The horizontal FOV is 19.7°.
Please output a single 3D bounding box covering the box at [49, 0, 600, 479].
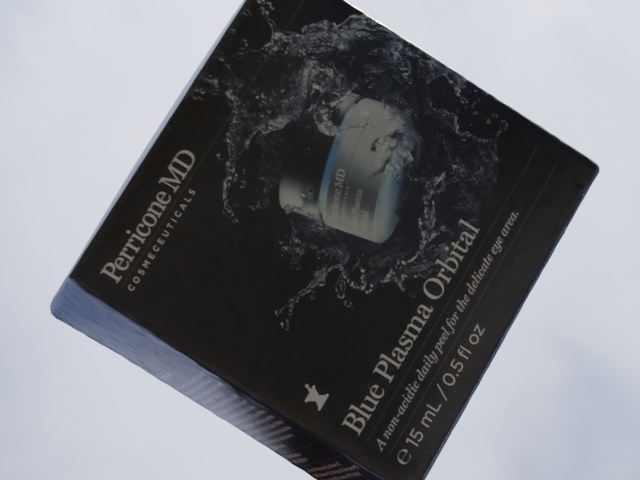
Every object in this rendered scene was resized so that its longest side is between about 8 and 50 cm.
[{"bbox_3d":[0.000,0.000,0.742,0.158,0.093,0.156,32,-105,-5],"label":"box"}]
